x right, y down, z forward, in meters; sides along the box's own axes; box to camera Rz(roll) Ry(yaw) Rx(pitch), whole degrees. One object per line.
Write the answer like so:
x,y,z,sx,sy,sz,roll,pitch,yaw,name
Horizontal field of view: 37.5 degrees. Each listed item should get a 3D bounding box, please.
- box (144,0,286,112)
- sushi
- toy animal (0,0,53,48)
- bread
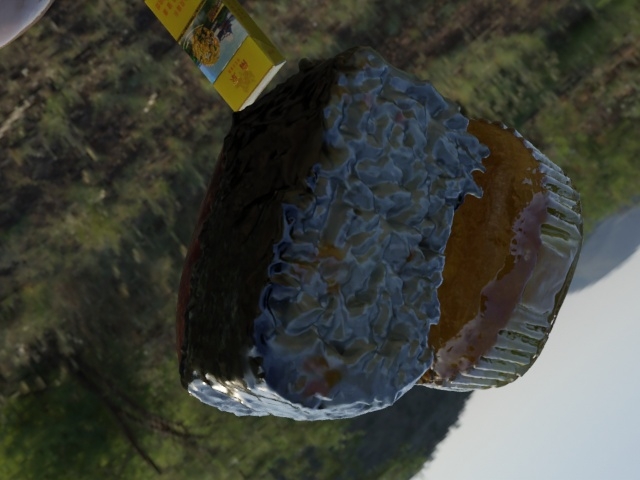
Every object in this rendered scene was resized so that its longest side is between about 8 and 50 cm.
-0.108,-0.211,0.948,0.023,0.155,0.087,-36,175,-46,box
0.000,0.000,0.557,0.126,0.136,0.225,-6,-122,58,sushi
-0.282,-0.283,0.728,0.213,0.195,0.256,-32,161,-40,toy animal
0.130,0.014,0.876,0.133,0.179,0.250,13,99,-56,bread
